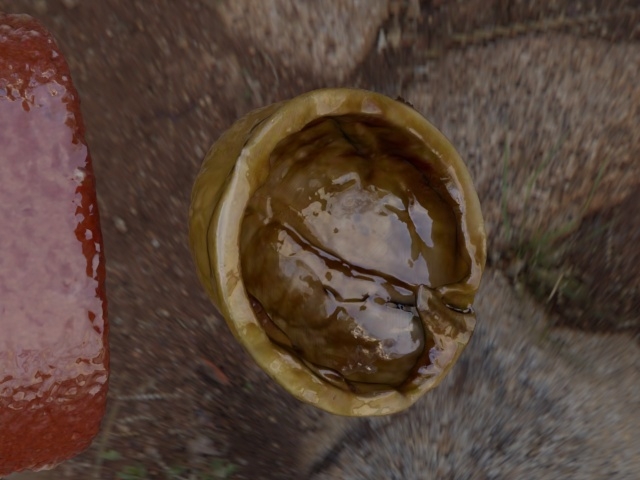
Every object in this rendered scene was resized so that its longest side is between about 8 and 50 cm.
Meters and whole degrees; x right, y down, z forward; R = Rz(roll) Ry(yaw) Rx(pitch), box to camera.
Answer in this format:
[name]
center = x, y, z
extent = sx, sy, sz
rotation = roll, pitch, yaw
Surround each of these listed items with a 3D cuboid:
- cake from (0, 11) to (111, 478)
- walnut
[cake]
center = -0.213, 0.002, 1.011
extent = 0.151, 0.177, 0.283
rotation = -5, 88, -21
[walnut]
center = -0.002, -0.001, 0.978
extent = 0.087, 0.211, 0.167
rotation = 16, 72, 47
